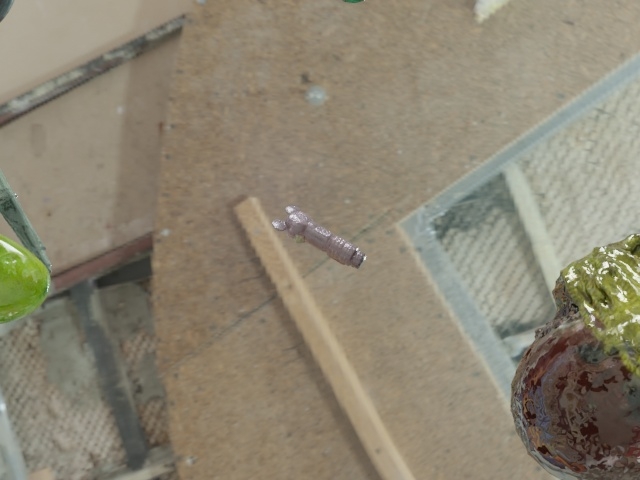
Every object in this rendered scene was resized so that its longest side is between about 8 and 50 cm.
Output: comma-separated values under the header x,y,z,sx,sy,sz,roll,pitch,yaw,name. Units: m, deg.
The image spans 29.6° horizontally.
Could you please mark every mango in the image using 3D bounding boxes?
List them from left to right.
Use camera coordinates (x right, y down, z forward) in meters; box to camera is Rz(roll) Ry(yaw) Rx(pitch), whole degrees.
x,y,z,sx,sy,sz,roll,pitch,yaw,name
-0.251,0.026,0.898,0.108,0.056,0.073,10,-121,9,mango

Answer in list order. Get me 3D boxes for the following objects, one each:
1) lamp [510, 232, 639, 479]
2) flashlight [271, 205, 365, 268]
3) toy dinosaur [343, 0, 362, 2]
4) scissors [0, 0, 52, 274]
x,y,z,sx,sy,sz,roll,pitch,yaw,name
0.183,0.072,0.717,0.157,0.156,0.135,-36,-105,30,lamp
0.000,0.000,1.351,0.110,0.052,0.031,30,-49,12,flashlight
0.030,-0.257,1.026,0.132,0.059,0.096,30,-39,52,toy dinosaur
-0.381,-0.122,1.298,0.256,0.029,0.383,-27,-104,17,scissors
